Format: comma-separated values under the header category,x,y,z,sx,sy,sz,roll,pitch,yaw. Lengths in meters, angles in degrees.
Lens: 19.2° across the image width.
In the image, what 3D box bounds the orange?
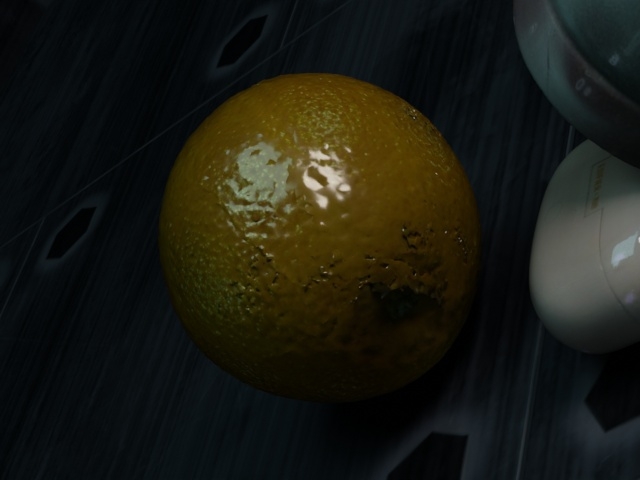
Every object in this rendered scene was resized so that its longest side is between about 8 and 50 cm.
category,x,y,z,sx,sy,sz,roll,pitch,yaw
orange,0.000,0.000,1.527,0.274,0.274,0.274,-39,24,21

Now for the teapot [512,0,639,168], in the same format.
category,x,y,z,sx,sy,sz,roll,pitch,yaw
teapot,0.331,-0.216,1.274,0.312,0.315,0.233,-57,46,51

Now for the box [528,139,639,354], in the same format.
category,x,y,z,sx,sy,sz,roll,pitch,yaw
box,0.220,-0.008,1.370,0.146,0.088,0.200,-30,30,36
